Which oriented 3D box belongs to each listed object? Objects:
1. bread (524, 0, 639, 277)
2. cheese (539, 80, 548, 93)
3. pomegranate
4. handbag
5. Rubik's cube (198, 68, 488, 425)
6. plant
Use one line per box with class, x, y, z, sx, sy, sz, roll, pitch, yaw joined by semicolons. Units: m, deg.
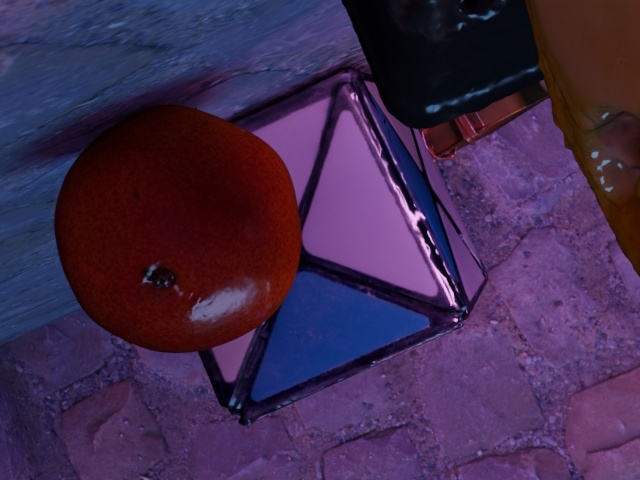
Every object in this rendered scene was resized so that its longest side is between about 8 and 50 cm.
bread;0.232;-0.106;0.700;0.250;0.394;0.361;-8;-168;43
cheese;0.385;-0.211;1.694;0.173;0.251;0.248;-6;156;-37
pomegranate;-0.122;-0.018;1.275;0.221;0.221;0.257;-24;-154;27
handbag;0.208;-0.161;1.857;0.127;0.063;0.190;-31;177;43
Rubik's cube;0.000;0.000;1.632;0.305;0.310;0.307;-23;180;10
plant;0.095;-0.161;0.898;0.164;0.142;0.256;-25;174;9
